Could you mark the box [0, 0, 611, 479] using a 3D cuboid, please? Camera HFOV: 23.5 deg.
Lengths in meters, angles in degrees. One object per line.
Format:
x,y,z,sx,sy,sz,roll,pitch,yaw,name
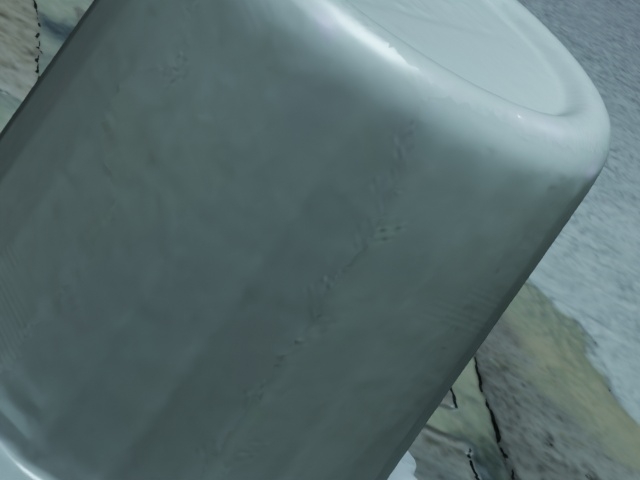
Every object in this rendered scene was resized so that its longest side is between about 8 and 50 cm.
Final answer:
0.000,0.000,0.578,0.291,0.206,0.262,33,25,-4,box
